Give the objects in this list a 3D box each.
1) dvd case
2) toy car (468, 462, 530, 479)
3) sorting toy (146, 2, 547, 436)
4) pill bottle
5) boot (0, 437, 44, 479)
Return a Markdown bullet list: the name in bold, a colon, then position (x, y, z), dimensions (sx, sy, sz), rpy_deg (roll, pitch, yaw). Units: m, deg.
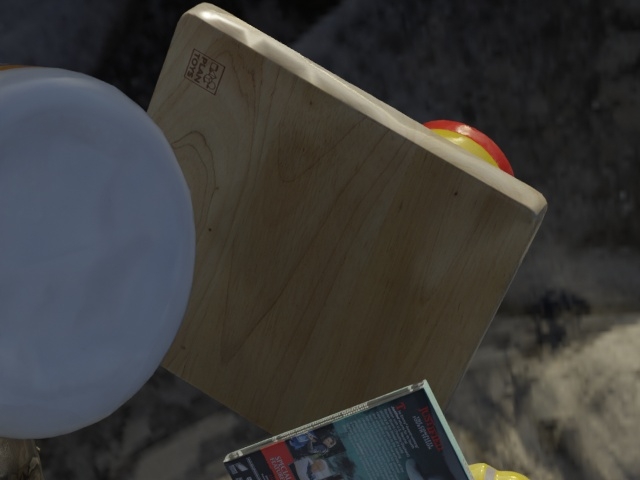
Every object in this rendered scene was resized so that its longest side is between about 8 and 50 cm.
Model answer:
- **dvd case**: position (0.020, 0.132, 1.044), dimensions (0.119, 0.087, 0.013), rpy_deg (-23, 14, 18)
- **toy car**: position (0.064, 0.246, 1.890), dimensions (0.239, 0.053, 0.225), rpy_deg (-33, 41, -8)
- **sorting toy**: position (0.000, 0.000, 1.291), dimensions (0.255, 0.257, 0.089), rpy_deg (31, 35, 11)
- **pill bottle**: position (-0.200, -0.005, 0.926), dimensions (0.278, 0.162, 0.162), rpy_deg (7, 57, 48)
- **boot**: position (-0.166, 0.200, 1.211), dimensions (0.091, 0.263, 0.229), rpy_deg (-20, 82, 2)
